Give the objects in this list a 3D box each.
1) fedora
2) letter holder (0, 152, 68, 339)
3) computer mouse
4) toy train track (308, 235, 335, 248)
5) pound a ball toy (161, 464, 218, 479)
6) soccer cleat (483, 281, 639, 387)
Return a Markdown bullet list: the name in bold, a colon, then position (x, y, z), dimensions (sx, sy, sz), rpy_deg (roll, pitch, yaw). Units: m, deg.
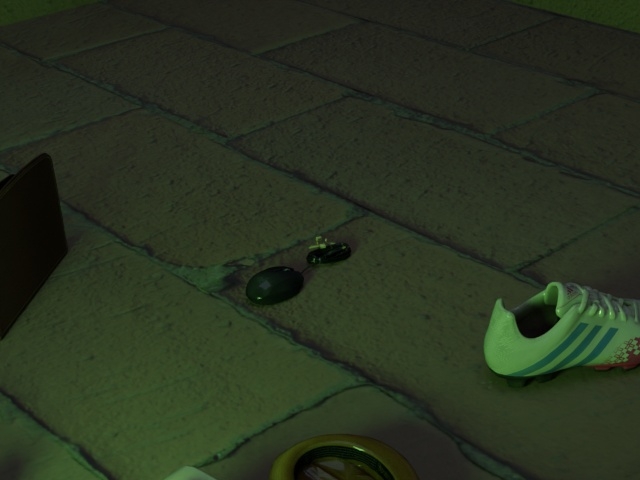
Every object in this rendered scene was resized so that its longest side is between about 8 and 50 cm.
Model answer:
- **fedora**: position (0.029, 0.321, 1.379), dimensions (0.194, 0.079, 0.194), rpy_deg (3, 33, -2)
- **letter holder**: position (-0.558, -0.007, 1.873), dimensions (0.152, 0.214, 0.302), rpy_deg (3, 29, 9)
- **computer mouse**: position (-0.035, 0.046, 1.930), dimensions (0.071, 0.041, 0.242), rpy_deg (20, 34, 35)
- **toy train track**: position (0.000, 0.000, 2.013), dimensions (0.048, 0.014, 0.083), rpy_deg (-10, 10, -4)
- **pound a ball toy**: position (-0.256, 0.365, 1.255), dimensions (0.208, 0.136, 0.319), rpy_deg (21, 35, 36)
- **soccer cleat**: position (0.398, 0.120, 1.662), dimensions (0.331, 0.143, 0.116), rpy_deg (-11, 30, -17)
